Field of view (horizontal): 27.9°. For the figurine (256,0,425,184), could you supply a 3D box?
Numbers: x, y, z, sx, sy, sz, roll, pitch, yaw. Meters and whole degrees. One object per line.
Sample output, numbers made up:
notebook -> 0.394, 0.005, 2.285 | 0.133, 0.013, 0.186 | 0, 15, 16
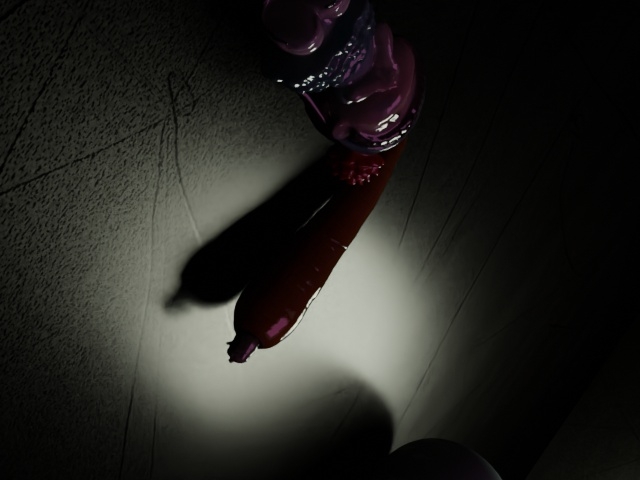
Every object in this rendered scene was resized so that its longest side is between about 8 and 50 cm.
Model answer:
figurine -> 0.015, -0.148, 1.121 | 0.138, 0.110, 0.245 | -54, 153, -2

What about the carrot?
carrot -> 0.000, 0.000, 1.358 | 0.336, 0.069, 0.069 | -53, 159, -26

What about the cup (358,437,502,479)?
cup -> 0.124, 0.489, 2.070 | 0.356, 0.259, 0.274 | -35, 179, 44
